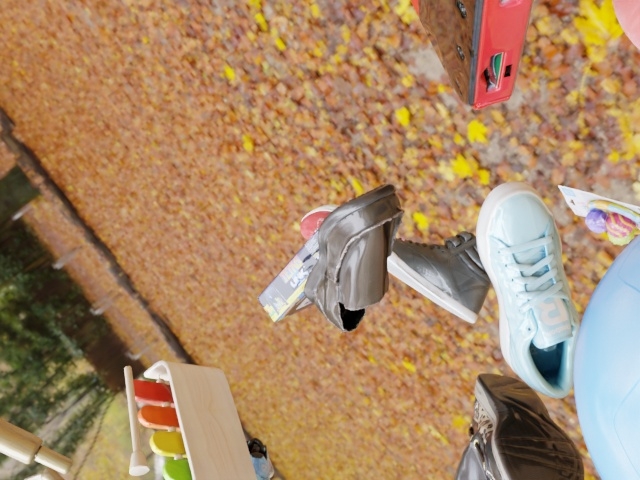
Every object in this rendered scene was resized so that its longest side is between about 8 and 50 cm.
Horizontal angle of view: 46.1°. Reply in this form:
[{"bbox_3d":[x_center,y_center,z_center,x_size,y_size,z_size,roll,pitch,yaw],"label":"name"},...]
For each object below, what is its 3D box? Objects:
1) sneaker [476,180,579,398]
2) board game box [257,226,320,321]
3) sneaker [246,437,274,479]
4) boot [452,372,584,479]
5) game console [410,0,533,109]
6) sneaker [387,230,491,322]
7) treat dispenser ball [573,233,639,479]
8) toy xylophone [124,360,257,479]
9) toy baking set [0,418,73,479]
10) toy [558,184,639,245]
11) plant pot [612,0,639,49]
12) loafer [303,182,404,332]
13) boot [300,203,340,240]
[{"bbox_3d":[0.349,0.086,1.179,0.150,0.135,0.366,-126,15,-64],"label":"sneaker"},{"bbox_3d":[0.008,0.034,1.071,0.048,0.141,0.170,51,125,14],"label":"board game box"},{"bbox_3d":[-0.106,0.372,1.287,0.063,0.073,0.162,6,178,-8],"label":"sneaker"},{"bbox_3d":[0.297,0.418,1.232,0.138,0.284,0.377,11,-163,-6],"label":"boot"},{"bbox_3d":[0.124,-0.342,0.808,0.386,0.060,0.342,55,-167,-75],"label":"game console"},{"bbox_3d":[0.216,0.022,1.474,0.295,0.147,0.104,34,174,-3],"label":"sneaker"},{"bbox_3d":[0.321,0.099,0.502,0.288,0.288,0.288,42,159,20],"label":"treat dispenser ball"},{"bbox_3d":[-0.220,0.311,1.215,0.236,0.081,0.323,22,-149,-31],"label":"toy xylophone"},{"bbox_3d":[-0.394,0.260,0.840,0.256,0.030,0.197,31,118,-7],"label":"toy baking set"},{"bbox_3d":[0.540,-0.024,1.331,0.237,0.056,0.137,18,168,37],"label":"toy"},{"bbox_3d":[0.559,-0.394,0.997,0.275,0.275,0.243,45,174,11],"label":"plant pot"},{"bbox_3d":[0.044,0.024,0.744,0.078,0.080,0.220,55,157,20],"label":"loafer"},{"bbox_3d":[0.000,0.000,1.627,0.244,0.176,0.088,0,122,51],"label":"boot"}]
